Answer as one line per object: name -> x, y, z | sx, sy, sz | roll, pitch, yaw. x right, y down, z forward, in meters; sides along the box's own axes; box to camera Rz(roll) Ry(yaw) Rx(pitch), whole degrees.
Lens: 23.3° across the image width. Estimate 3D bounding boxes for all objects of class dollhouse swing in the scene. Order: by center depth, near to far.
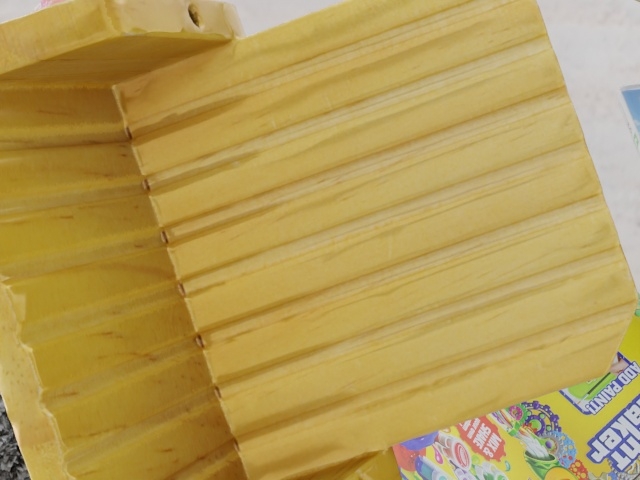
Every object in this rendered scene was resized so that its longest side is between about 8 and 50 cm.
dollhouse swing -> 0.000, 0.000, 0.944 | 0.305, 0.315, 0.347 | -19, 89, 19

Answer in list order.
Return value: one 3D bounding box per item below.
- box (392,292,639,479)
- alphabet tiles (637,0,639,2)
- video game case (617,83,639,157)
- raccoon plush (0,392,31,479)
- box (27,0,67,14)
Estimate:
box -> 0.166, 0.145, 1.380 | 0.177, 0.290, 0.279 | -36, 69, -29
alphabet tiles -> 0.184, -0.270, 1.313 | 0.237, 0.009, 0.198 | 22, 29, -1
video game case -> 0.373, -0.071, 1.274 | 0.212, 0.023, 0.193 | -8, 48, -4
raccoon plush -> -0.436, 0.169, 1.935 | 0.216, 0.446, 0.299 | -7, 105, 34
box -> -0.186, -0.133, 1.456 | 0.142, 0.154, 0.300 | -40, 32, 23
